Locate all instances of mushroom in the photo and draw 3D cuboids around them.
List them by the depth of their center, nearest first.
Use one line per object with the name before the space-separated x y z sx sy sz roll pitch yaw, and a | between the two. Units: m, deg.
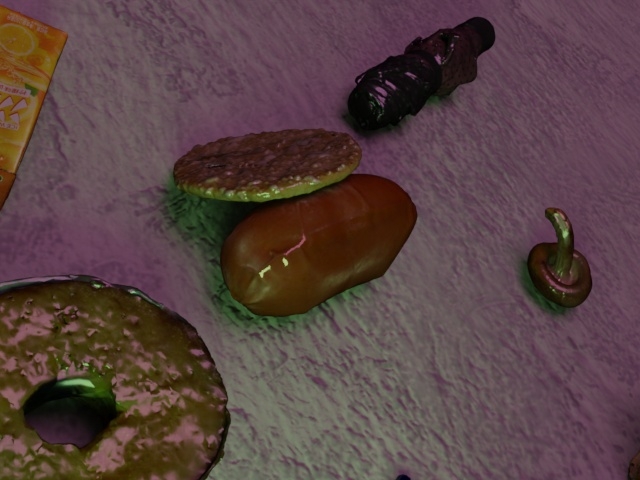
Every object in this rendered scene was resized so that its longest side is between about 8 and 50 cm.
mushroom | 0.299 0.020 1.417 0.088 0.073 0.129 -14 96 -25

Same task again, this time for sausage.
sausage | 0.001 -0.002 1.211 0.258 0.133 0.133 -22 67 -40

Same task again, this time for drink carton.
drink carton | -0.338 -0.142 1.153 0.096 0.071 0.222 21 46 -17

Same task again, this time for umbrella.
umbrella | 0.146 -0.233 1.534 0.090 0.094 0.326 8 29 37

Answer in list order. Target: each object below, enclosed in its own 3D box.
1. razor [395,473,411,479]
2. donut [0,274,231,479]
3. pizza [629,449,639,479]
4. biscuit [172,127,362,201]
razor | 0.071 0.284 1.080 0.044 0.028 0.154 30 44 -7
donut | -0.221 0.157 0.953 0.272 0.107 0.272 15 46 -15
pizza | 0.457 0.196 1.290 0.081 0.204 0.188 38 36 16
biscuit | -0.059 -0.085 1.228 0.220 0.033 0.220 -5 22 2
